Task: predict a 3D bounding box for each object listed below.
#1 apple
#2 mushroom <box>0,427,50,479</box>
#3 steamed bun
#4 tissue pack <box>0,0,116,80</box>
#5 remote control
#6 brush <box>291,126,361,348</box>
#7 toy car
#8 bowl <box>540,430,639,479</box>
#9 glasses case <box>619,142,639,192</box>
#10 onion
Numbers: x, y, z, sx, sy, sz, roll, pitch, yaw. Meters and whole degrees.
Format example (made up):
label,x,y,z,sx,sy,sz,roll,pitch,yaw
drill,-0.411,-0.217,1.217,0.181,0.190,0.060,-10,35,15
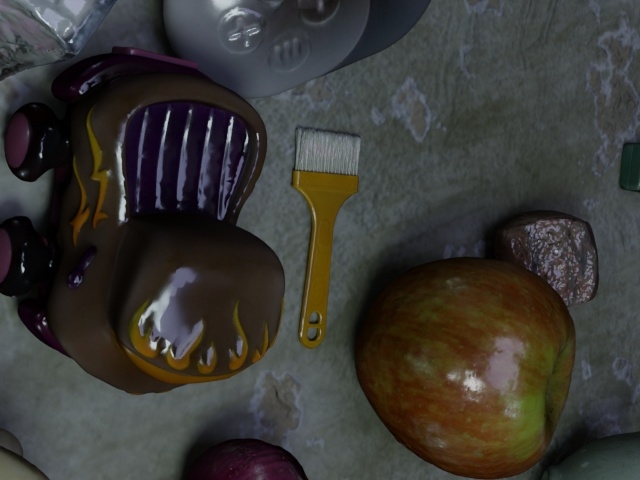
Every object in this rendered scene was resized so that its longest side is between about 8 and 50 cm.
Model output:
label,x,y,z,sx,sy,sz,roll,pitch,yaw
apple,0.181,0.155,1.348,0.277,0.250,0.309,-61,149,-35
mushroom,-0.328,0.269,0.966,0.254,0.260,0.234,51,28,-21
steamed bun,0.327,0.029,1.522,0.175,0.106,0.144,-7,99,-36
tissue pack,-0.202,-0.329,0.944,0.124,0.288,0.394,38,71,-25
remote control,-0.014,-0.282,1.170,0.332,0.103,0.221,-26,131,-13
brush,0.000,0.000,1.317,0.103,0.013,0.272,3,93,-39
toy car,-0.154,-0.016,1.046,0.271,0.240,0.340,4,95,-41
bowl,0.392,0.408,1.566,0.313,0.146,0.313,13,90,-82
glasses case,0.561,-0.111,1.736,0.184,0.039,0.077,5,92,-39
onion,-0.081,0.307,1.177,0.153,0.177,0.177,-26,113,-62
